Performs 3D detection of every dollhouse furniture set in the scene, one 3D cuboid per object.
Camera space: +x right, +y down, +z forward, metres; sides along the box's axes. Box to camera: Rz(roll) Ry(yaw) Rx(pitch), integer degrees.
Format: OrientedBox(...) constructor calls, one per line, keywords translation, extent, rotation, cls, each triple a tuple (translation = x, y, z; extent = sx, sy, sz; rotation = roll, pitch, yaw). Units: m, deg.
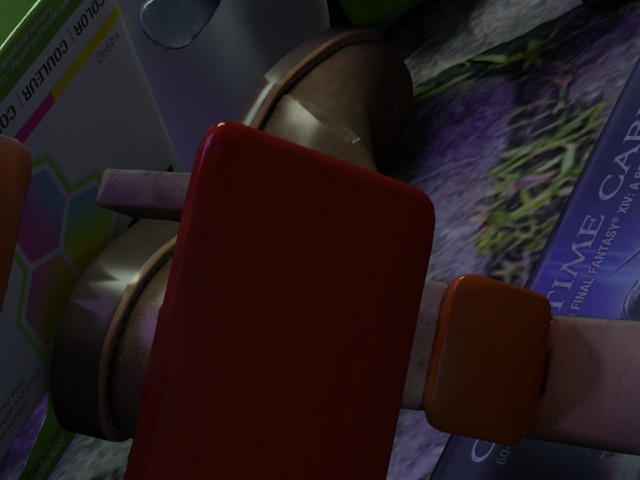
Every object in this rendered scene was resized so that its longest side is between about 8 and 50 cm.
OrientedBox(translation=(-0.025, 0.102, 0.470), extent=(0.135, 0.262, 0.259), rotation=(2, 79, 53), cls="dollhouse furniture set")

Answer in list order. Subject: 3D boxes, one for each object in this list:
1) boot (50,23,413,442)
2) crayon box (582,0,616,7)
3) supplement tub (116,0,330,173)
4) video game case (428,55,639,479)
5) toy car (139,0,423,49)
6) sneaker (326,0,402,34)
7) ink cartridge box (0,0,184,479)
OrientedBox(translation=(0.000, 0.000, 0.814), extent=(0.115, 0.112, 0.305), rotation=(13, 36, 17), cls="boot")
OrientedBox(translation=(0.229, -0.250, 0.930), extent=(0.165, 0.081, 0.278), rotation=(-15, 32, 41), cls="crayon box")
OrientedBox(translation=(-0.180, -0.096, 1.027), extent=(0.325, 0.235, 0.235), rotation=(-11, 35, 46), cls="supplement tub")
OrientedBox(translation=(0.158, 0.021, 0.544), extent=(0.274, 0.026, 0.196), rotation=(4, 63, 58), cls="video game case")
OrientedBox(translation=(-0.028, -0.171, 0.869), extent=(0.188, 0.155, 0.149), rotation=(-28, -1, -33), cls="toy car")
OrientedBox(translation=(0.078, -0.209, 1.027), extent=(0.283, 0.110, 0.122), rotation=(-49, 28, 21), cls="sneaker")
OrientedBox(translation=(-0.133, 0.030, 0.761), extent=(0.097, 0.255, 0.189), rotation=(3, 43, 27), cls="ink cartridge box")
